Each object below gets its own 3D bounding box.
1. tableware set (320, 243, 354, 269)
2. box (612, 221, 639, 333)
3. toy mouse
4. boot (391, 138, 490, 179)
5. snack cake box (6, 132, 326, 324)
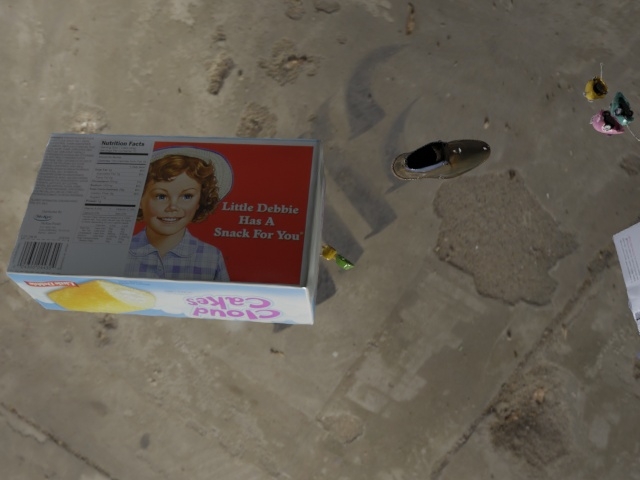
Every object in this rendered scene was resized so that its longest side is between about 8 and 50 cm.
[{"bbox_3d":[0.000,0.000,1.098,0.104,0.154,0.024,30,98,-26],"label":"tableware set"},{"bbox_3d":[0.554,0.066,0.885,0.126,0.262,0.231,26,137,-28],"label":"box"},{"bbox_3d":[0.526,-0.227,1.187,0.143,0.161,0.031,45,142,-8],"label":"toy mouse"},{"bbox_3d":[0.264,-0.171,1.385,0.219,0.106,0.082,-13,91,0],"label":"boot"},{"bbox_3d":[-0.132,-0.013,0.615,0.264,0.152,0.089,3,152,5],"label":"snack cake box"}]
